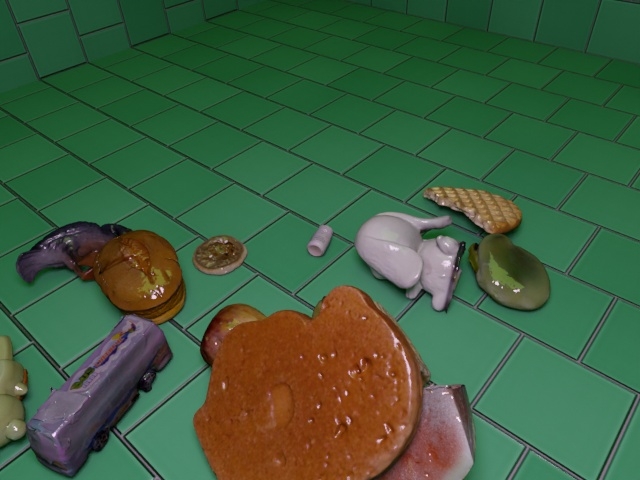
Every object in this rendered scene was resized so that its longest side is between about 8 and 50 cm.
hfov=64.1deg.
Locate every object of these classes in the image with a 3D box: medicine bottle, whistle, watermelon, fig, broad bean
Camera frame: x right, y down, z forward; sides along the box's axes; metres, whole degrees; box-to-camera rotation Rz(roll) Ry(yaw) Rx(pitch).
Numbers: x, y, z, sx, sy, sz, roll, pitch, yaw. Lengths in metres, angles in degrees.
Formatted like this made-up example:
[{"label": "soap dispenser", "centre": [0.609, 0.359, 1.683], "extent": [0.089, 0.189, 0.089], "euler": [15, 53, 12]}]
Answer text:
[{"label": "medicine bottle", "centre": [0.000, 0.000, 1.419], "extent": [0.052, 0.052, 0.089], "euler": [12, 43, 16]}, {"label": "whistle", "centre": [-0.670, 0.315, 1.053], "extent": [0.131, 0.106, 0.288], "euler": [-17, 44, -13]}, {"label": "watermelon", "centre": [0.118, 0.349, 0.915], "extent": [0.305, 0.180, 0.224], "euler": [-20, 19, 20]}, {"label": "fig", "centre": [-0.129, 0.227, 1.124], "extent": [0.257, 0.159, 0.159], "euler": [16, 40, -12]}, {"label": "broad bean", "centre": [0.464, 0.078, 1.274], "extent": [0.169, 0.100, 0.228], "euler": [-37, 52, -23]}]

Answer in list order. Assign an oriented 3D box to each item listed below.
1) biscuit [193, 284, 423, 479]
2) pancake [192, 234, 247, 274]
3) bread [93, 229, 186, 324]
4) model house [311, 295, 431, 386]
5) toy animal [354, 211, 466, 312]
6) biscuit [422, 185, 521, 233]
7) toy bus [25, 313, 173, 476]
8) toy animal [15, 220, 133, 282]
[{"label": "biscuit", "centre": [-0.038, 0.290, 0.909], "extent": [0.456, 0.078, 0.349], "euler": [-22, 61, 22]}, {"label": "pancake", "centre": [-0.279, 0.037, 1.413], "extent": [0.152, 0.025, 0.151], "euler": [-2, 42, 2]}, {"label": "bread", "centre": [-0.443, 0.086, 1.266], "extent": [0.196, 0.142, 0.269], "euler": [-29, 53, -20]}, {"label": "model house", "centre": [0.098, 0.243, 1.071], "extent": [0.234, 0.174, 0.193], "euler": [12, 29, -33]}, {"label": "toy animal", "centre": [0.229, 0.036, 1.273], "extent": [0.290, 0.174, 0.249], "euler": [1, 40, 3]}, {"label": "biscuit", "centre": [0.459, -0.103, 1.476], "extent": [0.205, 0.040, 0.309], "euler": [-8, 28, -26]}, {"label": "toy bus", "centre": [-0.439, 0.299, 1.035], "extent": [0.113, 0.137, 0.317], "euler": [12, 41, 18]}, {"label": "toy animal", "centre": [-0.650, 0.026, 1.376], "extent": [0.299, 0.122, 0.185], "euler": [-15, 47, -23]}]
